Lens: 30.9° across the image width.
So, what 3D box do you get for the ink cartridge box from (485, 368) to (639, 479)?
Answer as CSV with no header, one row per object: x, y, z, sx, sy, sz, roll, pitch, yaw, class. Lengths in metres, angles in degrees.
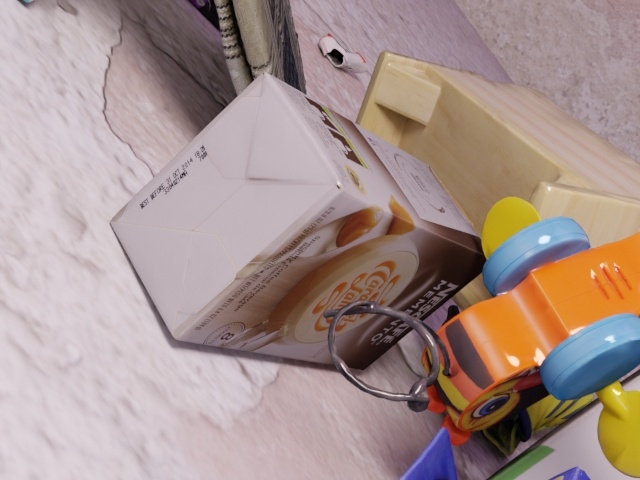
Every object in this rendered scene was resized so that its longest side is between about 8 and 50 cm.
0.235,0.186,0.913,0.117,0.201,0.278,55,18,14,ink cartridge box

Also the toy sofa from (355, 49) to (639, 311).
0.162,-0.031,1.002,0.177,0.150,0.362,10,21,-24,toy sofa

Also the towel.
-0.062,-0.195,0.937,0.312,0.056,0.324,-91,172,-58,towel

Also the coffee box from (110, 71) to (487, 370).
0.000,0.000,0.776,0.098,0.141,0.246,57,19,25,coffee box

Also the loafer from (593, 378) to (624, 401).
0.349,0.259,1.168,0.112,0.111,0.319,-17,63,-24,loafer

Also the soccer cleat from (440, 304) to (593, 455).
0.182,0.147,1.086,0.289,0.093,0.121,34,57,-55,soccer cleat

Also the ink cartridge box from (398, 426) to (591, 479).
0.135,0.291,0.579,0.395,0.151,0.270,54,18,6,ink cartridge box

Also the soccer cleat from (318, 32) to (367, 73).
0.029,-0.226,1.443,0.083,0.029,0.035,32,37,-41,soccer cleat

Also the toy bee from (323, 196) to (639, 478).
0.129,0.059,0.743,0.298,0.162,0.195,5,54,-12,toy bee

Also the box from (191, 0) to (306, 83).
-0.079,-0.232,1.188,0.162,0.029,0.116,41,23,-29,box
